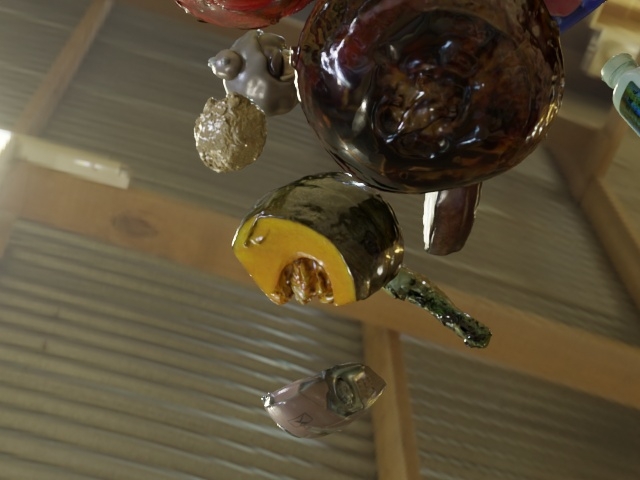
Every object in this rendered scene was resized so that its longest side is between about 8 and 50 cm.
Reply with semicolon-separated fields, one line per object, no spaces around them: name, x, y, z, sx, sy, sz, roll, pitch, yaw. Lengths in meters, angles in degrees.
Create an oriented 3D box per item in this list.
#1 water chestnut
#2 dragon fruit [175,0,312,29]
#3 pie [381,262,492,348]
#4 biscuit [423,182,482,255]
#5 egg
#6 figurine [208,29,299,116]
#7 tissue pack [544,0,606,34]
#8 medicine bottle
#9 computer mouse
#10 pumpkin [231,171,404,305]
water chestnut;0.128;-0.228;1.343;0.350;0.350;0.302;12;-161;-13
dragon fruit;-0.130;-0.496;1.764;0.301;0.295;0.295;-1;-166;34
pie;0.245;0.131;2.535;0.371;0.078;0.296;35;-174;-18
biscuit;0.260;-0.171;2.046;0.091;0.407;0.407;4;-152;2
egg;-0.148;-0.178;1.751;0.118;0.140;0.116;26;-151;-26
figurine;-0.064;-0.373;2.484;0.380;0.203;0.248;13;-166;5
tissue pack;0.322;-0.369;1.445;0.137;0.269;0.209;50;-138;-6
medicine bottle;0.612;-0.254;1.967;0.083;0.121;0.229;-21;-124;-16
computer mouse;0.026;0.325;2.096;0.389;0.199;0.115;8;-118;-60
pumpkin;0.000;0.000;2.112;0.303;0.256;0.225;-3;-158;29
